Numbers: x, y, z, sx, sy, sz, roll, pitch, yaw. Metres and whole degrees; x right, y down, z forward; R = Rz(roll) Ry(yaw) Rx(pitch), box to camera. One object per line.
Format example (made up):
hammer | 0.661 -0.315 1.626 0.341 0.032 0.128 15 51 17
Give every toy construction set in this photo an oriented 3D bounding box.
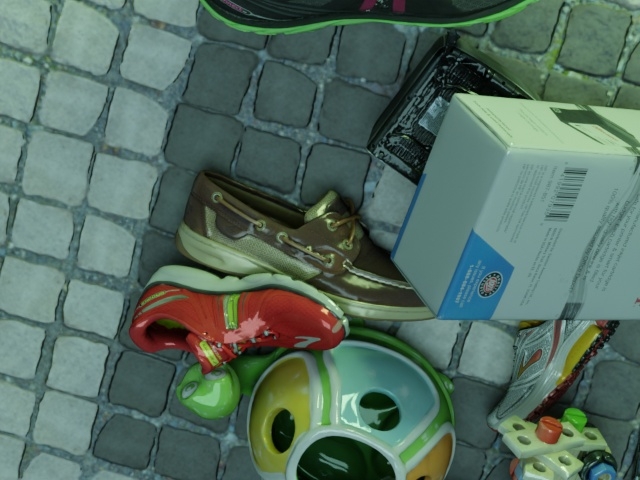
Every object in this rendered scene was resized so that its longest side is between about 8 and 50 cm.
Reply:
toy construction set | 0.240 0.309 1.918 0.215 0.151 0.327 7 136 -21

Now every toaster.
toaster | 0.167 -0.139 1.831 0.168 0.110 0.185 34 107 -8

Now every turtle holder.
turtle holder | 0.015 0.214 1.891 0.243 0.227 0.320 -37 101 15

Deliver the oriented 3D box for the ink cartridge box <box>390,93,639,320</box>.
ink cartridge box | 0.265 -0.033 1.764 0.308 0.129 0.223 2 122 -30

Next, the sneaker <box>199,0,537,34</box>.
sneaker | 0.073 -0.330 1.689 0.483 0.202 0.185 -11 74 14

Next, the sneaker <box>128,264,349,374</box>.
sneaker | -0.098 0.109 1.837 0.279 0.118 0.107 3 137 27

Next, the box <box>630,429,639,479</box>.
box | 0.469 0.280 1.988 0.137 0.027 0.093 6 107 2

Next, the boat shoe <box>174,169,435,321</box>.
boat shoe | 0.000 0.000 1.885 0.342 0.123 0.123 18 109 4

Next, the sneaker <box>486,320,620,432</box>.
sneaker | 0.275 0.146 1.941 0.093 0.088 0.225 42 112 18
